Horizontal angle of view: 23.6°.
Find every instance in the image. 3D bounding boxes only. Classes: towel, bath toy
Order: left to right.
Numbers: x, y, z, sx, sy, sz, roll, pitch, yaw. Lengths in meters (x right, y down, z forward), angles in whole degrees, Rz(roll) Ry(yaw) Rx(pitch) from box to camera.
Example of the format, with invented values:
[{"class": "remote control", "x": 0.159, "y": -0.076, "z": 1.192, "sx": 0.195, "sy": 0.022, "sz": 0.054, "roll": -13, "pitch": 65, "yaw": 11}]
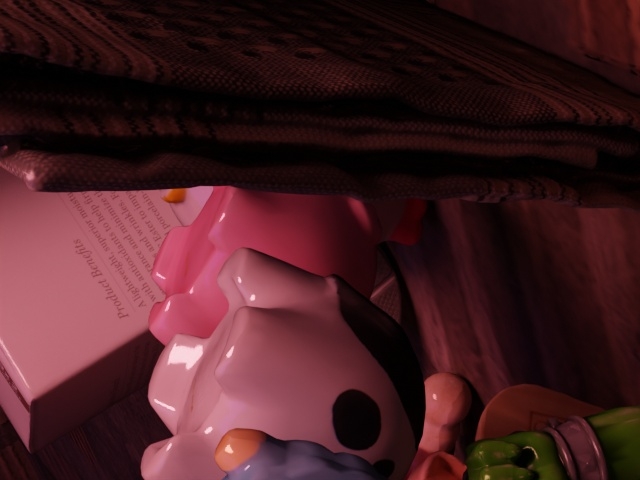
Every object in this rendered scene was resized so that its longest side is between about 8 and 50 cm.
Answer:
[{"class": "towel", "x": -0.071, "y": -0.069, "z": 0.521, "sx": 0.324, "sy": 0.312, "sz": 0.056, "roll": 33, "pitch": 114, "yaw": 53}, {"class": "bath toy", "x": -0.007, "y": 0.046, "z": 0.609, "sx": 0.129, "sy": 0.151, "sz": 0.348, "roll": 25, "pitch": -151, "yaw": -18}]

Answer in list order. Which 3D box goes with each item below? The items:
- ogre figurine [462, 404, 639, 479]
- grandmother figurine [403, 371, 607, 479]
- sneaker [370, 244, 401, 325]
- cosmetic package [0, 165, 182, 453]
[{"class": "ogre figurine", "x": 0.147, "y": 0.132, "z": 0.527, "sx": 0.197, "sy": 0.118, "sz": 0.097, "roll": 52, "pitch": 164, "yaw": 24}, {"class": "grandmother figurine", "x": 0.051, "y": 0.169, "z": 0.769, "sx": 0.104, "sy": 0.208, "sz": 0.342, "roll": 18, "pitch": 153, "yaw": -9}, {"class": "sneaker", "x": 0.000, "y": 0.000, "z": 0.813, "sx": 0.061, "sy": 0.053, "sz": 0.152, "roll": -155, "pitch": 44, "yaw": -74}, {"class": "cosmetic package", "x": -0.146, "y": 0.014, "z": 0.984, "sx": 0.151, "sy": 0.183, "sz": 0.151, "roll": 55, "pitch": 161, "yaw": 12}]
